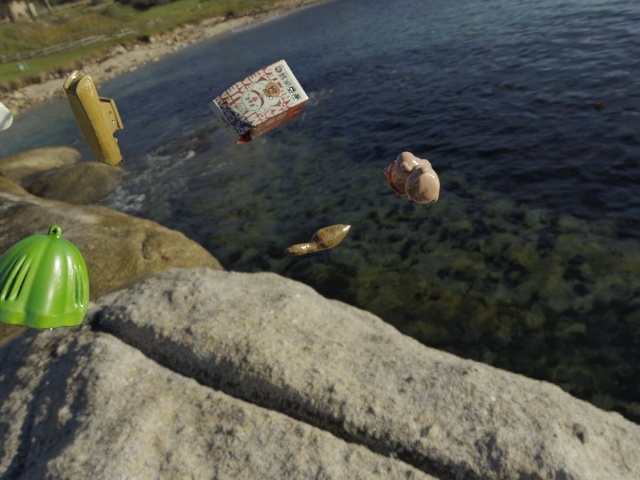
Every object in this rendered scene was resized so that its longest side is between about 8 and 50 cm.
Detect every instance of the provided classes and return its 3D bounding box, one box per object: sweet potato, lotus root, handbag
[{"bbox_3d":[-0.002,0.002,1.624,0.269,0.075,0.074,-23,29,-22],"label":"sweet potato"},{"bbox_3d":[-0.506,0.052,0.862,0.186,0.186,0.186,-12,29,7],"label":"lotus root"},{"bbox_3d":[-0.211,-0.445,1.553,0.298,0.171,0.151,-33,0,-22],"label":"handbag"}]

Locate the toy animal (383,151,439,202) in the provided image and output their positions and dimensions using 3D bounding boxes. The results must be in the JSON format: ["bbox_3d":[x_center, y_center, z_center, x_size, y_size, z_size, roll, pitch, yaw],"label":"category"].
[{"bbox_3d":[0.331,-0.225,1.691,0.171,0.172,0.198,-24,35,-14],"label":"toy animal"}]

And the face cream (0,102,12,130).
[{"bbox_3d":[-1.007,-0.392,1.346,0.345,0.102,0.102,26,46,23],"label":"face cream"}]

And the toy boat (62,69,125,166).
[{"bbox_3d":[-0.694,-0.375,1.484,0.088,0.321,0.121,15,47,21],"label":"toy boat"}]
